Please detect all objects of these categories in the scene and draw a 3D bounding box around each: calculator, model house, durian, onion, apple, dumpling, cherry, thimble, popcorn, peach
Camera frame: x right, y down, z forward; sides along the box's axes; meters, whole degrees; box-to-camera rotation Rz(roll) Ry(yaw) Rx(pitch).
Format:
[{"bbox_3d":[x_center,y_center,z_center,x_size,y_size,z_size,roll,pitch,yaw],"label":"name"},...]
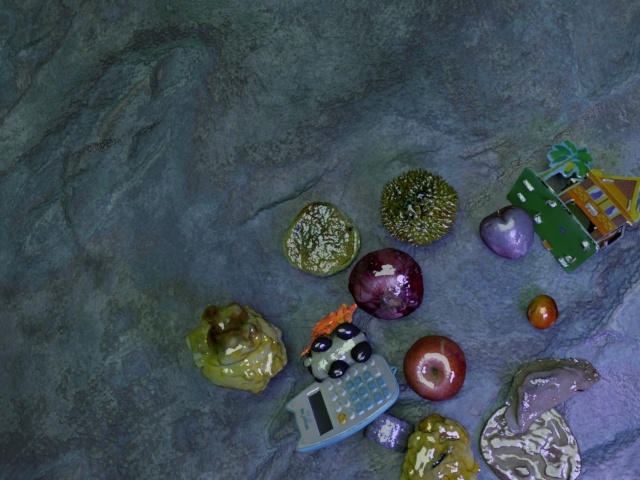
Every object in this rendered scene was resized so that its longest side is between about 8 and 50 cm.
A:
[{"bbox_3d":[0.078,0.507,1.819,0.386,0.054,0.256,-33,32,4],"label":"calculator"},{"bbox_3d":[0.826,-0.134,1.821,0.312,0.242,0.358,-29,69,-13],"label":"model house"},{"bbox_3d":[0.333,-0.105,1.903,0.291,0.224,0.291,-27,39,24],"label":"durian"},{"bbox_3d":[0.221,0.138,1.878,0.252,0.219,0.252,2,109,5],"label":"onion"},{"bbox_3d":[0.362,0.398,1.796,0.201,0.162,0.201,-1,86,18],"label":"apple"},{"bbox_3d":[0.675,0.432,1.729,0.332,0.086,0.166,-30,61,-9],"label":"dumpling"},{"bbox_3d":[0.611,-0.030,1.855,0.176,0.140,0.176,1,99,5],"label":"cherry"},{"bbox_3d":[0.212,0.592,1.783,0.150,0.150,0.098,19,77,17],"label":"thimble"},{"bbox_3d":[0.352,0.671,1.701,0.252,0.215,0.286,23,86,-20],"label":"popcorn"},{"bbox_3d":[-0.267,0.354,1.894,0.312,0.312,0.312,-3,75,12],"label":"popcorn"},{"bbox_3d":[0.697,0.223,1.788,0.100,0.101,0.101,-3,75,12],"label":"peach"}]

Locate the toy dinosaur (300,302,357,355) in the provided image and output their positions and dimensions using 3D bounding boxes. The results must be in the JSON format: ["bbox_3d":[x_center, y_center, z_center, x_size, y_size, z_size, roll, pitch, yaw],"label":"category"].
[{"bbox_3d":[0.030,0.283,1.919,0.288,0.117,0.070,-40,72,-2],"label":"toy dinosaur"}]

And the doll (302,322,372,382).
[{"bbox_3d":[0.056,0.370,1.868,0.234,0.135,0.143,-31,73,-5],"label":"doll"}]

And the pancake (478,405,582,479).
[{"bbox_3d":[0.638,0.627,1.727,0.294,0.049,0.294,-4,73,15],"label":"pancake"}]

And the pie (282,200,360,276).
[{"bbox_3d":[0.000,0.000,2.019,0.277,0.078,0.277,-3,77,14],"label":"pie"}]
